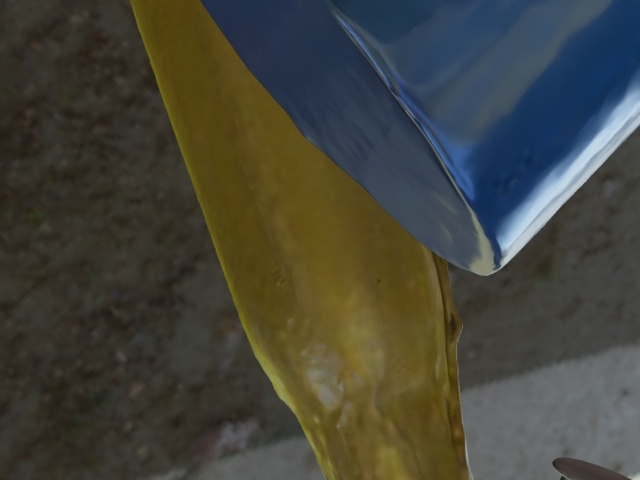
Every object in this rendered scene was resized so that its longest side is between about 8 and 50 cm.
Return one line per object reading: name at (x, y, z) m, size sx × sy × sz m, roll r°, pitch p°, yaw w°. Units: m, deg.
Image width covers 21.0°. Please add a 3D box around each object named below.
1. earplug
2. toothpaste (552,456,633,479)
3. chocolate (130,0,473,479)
earplug at (0.098, -0.129, 0.452) m, size 0.273 × 0.132 × 0.132 m, roll -42°, pitch 146°, yaw -7°
toothpaste at (0.103, 0.282, 0.979) m, size 0.100 × 0.066 × 0.323 m, roll -87°, pitch -163°, yaw -81°
chocolate at (0.000, 0.000, 1.152) m, size 0.162 × 0.445 × 0.162 m, roll -17°, pitch 168°, yaw -4°
